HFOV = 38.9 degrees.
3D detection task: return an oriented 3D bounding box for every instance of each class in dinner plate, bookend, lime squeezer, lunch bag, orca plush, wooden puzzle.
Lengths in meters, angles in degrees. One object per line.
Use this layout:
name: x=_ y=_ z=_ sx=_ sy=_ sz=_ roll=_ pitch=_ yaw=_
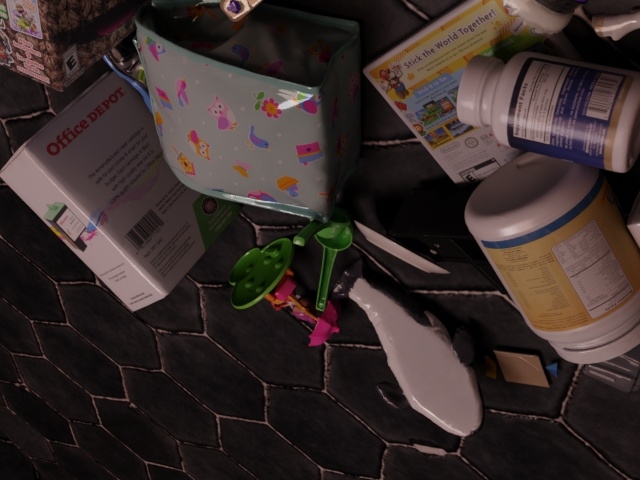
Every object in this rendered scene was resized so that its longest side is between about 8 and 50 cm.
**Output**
dinner plate: x=0.102 y=0.013 z=1.159 sx=0.141 sy=0.017 sz=0.141 roll=28 pitch=-175 yaw=-2
bookend: x=0.190 y=0.009 z=1.086 sx=0.156 sy=0.072 sz=0.157 roll=41 pitch=160 yaw=-29
lime squeezer: x=0.000 y=0.000 z=1.186 sx=0.058 sy=0.110 sz=0.310 roll=34 pitch=168 yaw=14
lunch bag: x=-0.090 y=-0.164 z=1.079 sx=0.262 sy=0.160 sz=0.223 roll=16 pitch=140 yaw=18
orca plush: x=0.129 y=0.159 z=1.302 sx=0.287 sy=0.151 sz=0.102 roll=36 pitch=-178 yaw=15
wooden puzzle: x=0.281 y=0.177 z=1.266 sx=0.116 sy=0.014 sz=0.079 roll=9 pitch=140 yaw=34

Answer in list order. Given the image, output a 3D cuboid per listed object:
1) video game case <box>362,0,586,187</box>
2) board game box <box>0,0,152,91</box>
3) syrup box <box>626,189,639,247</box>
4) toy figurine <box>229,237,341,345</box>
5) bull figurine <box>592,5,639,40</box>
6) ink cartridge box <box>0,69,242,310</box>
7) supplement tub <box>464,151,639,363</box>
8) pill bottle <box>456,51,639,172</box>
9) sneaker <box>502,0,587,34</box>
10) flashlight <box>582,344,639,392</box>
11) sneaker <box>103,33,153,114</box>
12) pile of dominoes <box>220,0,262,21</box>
video game case: x=0.182 y=-0.155 z=0.973 sx=0.206 sy=0.026 sz=0.227 roll=48 pitch=144 yaw=-15
board game box: x=-0.280 y=-0.354 z=0.963 sx=0.141 sy=0.232 sz=0.291 roll=24 pitch=143 yaw=16
syrup box: x=0.424 y=-0.027 z=0.851 sx=0.236 sy=0.096 sz=0.093 roll=-14 pitch=121 yaw=46
toy figurine: x=-0.043 y=0.092 z=1.378 sx=0.159 sy=0.130 sz=0.173 roll=43 pitch=167 yaw=-23
bull figurine: x=0.351 y=-0.184 z=0.736 sx=0.310 sy=0.101 sz=0.188 roll=48 pitch=145 yaw=-13
ink cartridge box: x=-0.282 y=-0.071 z=1.300 sx=0.278 sy=0.201 sz=0.117 roll=49 pitch=142 yaw=-15
supplement tub: x=0.256 y=0.015 z=0.946 sx=0.144 sy=0.144 sz=0.200 roll=-12 pitch=120 yaw=46
pill bottle: x=0.221 y=-0.128 z=0.864 sx=0.169 sy=0.094 sz=0.094 roll=18 pitch=140 yaw=26
sneaker: x=0.149 y=-0.322 z=0.763 sx=0.293 sy=0.102 sz=0.146 roll=39 pitch=140 yaw=-10
flashlight: x=0.458 y=0.179 z=1.035 sx=0.304 sy=0.103 sz=0.103 roll=20 pitch=179 yaw=15
sneaker: x=-0.222 y=-0.230 z=1.207 sx=0.078 sy=0.067 sz=0.188 roll=-32 pitch=106 yaw=30
pile of dominoes: x=-0.070 y=-0.354 z=0.889 sx=0.251 sy=0.040 sz=0.196 roll=-31 pitch=108 yaw=33
